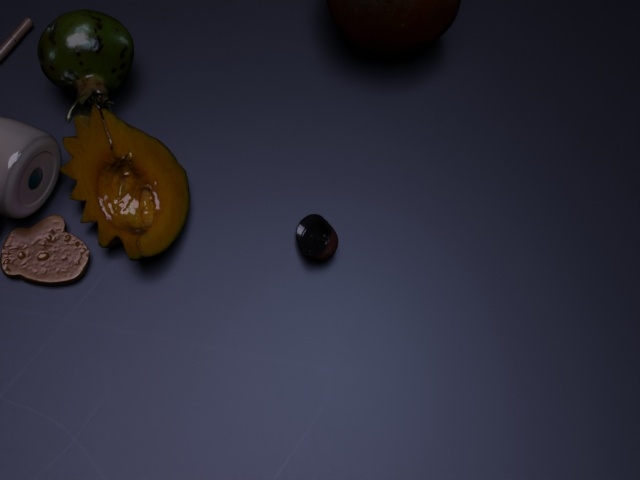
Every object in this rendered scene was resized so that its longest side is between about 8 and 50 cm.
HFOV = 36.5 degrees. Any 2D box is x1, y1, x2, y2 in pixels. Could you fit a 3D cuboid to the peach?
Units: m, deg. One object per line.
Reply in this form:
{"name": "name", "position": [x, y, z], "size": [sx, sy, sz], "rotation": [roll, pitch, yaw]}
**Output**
{"name": "peach", "position": [0.117, -0.447, 1.642], "size": [0.252, 0.252, 0.253], "rotation": [1, 71, -3]}

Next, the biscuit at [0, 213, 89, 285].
{"name": "biscuit", "position": [-0.437, 0.015, 1.556], "size": [0.140, 0.023, 0.118], "rotation": [14, 70, 2]}

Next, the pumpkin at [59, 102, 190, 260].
{"name": "pumpkin", "position": [-0.313, -0.092, 1.573], "size": [0.149, 0.130, 0.254], "rotation": [-20, 91, -50]}

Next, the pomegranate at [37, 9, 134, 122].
{"name": "pomegranate", "position": [-0.388, -0.279, 1.601], "size": [0.156, 0.156, 0.220], "rotation": [2, 80, -3]}

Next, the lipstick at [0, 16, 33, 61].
{"name": "lipstick", "position": [-0.532, -0.347, 1.678], "size": [0.019, 0.019, 0.094], "rotation": [32, 71, 8]}

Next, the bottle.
{"name": "bottle", "position": [-0.548, -0.142, 1.546], "size": [0.236, 0.147, 0.148], "rotation": [24, 71, 13]}

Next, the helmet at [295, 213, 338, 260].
{"name": "helmet", "position": [0.000, 0.000, 1.574], "size": [0.065, 0.049, 0.084], "rotation": [-41, 46, 16]}
